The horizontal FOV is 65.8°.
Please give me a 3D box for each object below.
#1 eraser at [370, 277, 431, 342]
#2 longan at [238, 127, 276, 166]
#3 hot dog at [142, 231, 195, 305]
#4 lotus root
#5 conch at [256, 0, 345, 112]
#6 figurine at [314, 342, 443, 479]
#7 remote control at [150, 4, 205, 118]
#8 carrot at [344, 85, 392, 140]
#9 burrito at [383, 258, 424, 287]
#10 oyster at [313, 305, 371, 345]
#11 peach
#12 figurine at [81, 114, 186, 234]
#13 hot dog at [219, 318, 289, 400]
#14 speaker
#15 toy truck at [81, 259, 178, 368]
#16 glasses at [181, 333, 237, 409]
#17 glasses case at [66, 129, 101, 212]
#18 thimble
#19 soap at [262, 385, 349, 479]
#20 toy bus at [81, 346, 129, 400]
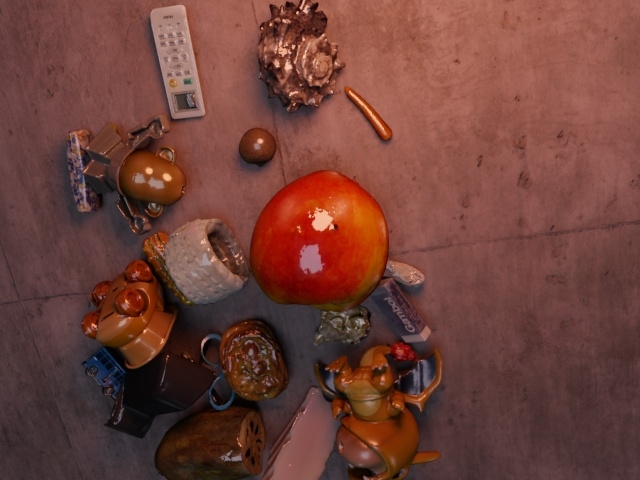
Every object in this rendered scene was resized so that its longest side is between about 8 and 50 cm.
[{"bbox_3d":[0.231,0.208,1.463,0.213,0.046,0.091,53,146,-11],"label":"eraser"},{"bbox_3d":[-0.177,-0.261,1.396,0.113,0.092,0.114,0,116,1],"label":"longan"},{"bbox_3d":[-0.452,0.090,1.546,0.115,0.072,0.269,-37,97,8],"label":"hot dog"},{"bbox_3d":[-0.360,0.668,1.595,0.345,0.250,0.251,-17,102,13],"label":"lotus root"},{"bbox_3d":[-0.049,-0.484,1.282,0.240,0.186,0.314,-5,86,-18],"label":"conch"},{"bbox_3d":[0.191,0.503,1.462,0.400,0.268,0.388,-14,101,9],"label":"figurine"},{"bbox_3d":[-0.395,-0.496,1.387,0.103,0.051,0.294,-3,108,10],"label":"remote control"},{"bbox_3d":[0.131,-0.353,1.359,0.037,0.037,0.190,-39,93,16],"label":"carrot"},{"bbox_3d":[0.207,0.086,1.453,0.202,0.064,0.064,19,107,5],"label":"burrito"},{"bbox_3d":[0.060,0.273,1.516,0.163,0.081,0.191,41,110,-8],"label":"oyster"},{"bbox_3d":[0.000,0.000,1.316,0.387,0.388,0.389,2,105,8],"label":"peach"},{"bbox_3d":[-0.524,-0.192,1.429,0.284,0.167,0.343,19,128,11],"label":"figurine"},{"bbox_3d":[-0.207,0.393,1.565,0.195,0.122,0.273,-16,101,2],"label":"hot dog"},{"bbox_3d":[-0.504,0.485,1.527,0.180,0.184,0.388,32,141,-25],"label":"speaker"},{"bbox_3d":[-0.577,0.221,1.507,0.204,0.288,0.212,-31,123,15],"label":"toy truck"},{"bbox_3d":[-0.380,0.432,1.600,0.206,0.102,0.239,-15,85,19],"label":"glasses"},{"bbox_3d":[-0.712,-0.208,1.493,0.065,0.087,0.248,1,103,13],"label":"glasses case"},{"bbox_3d":[-0.330,0.058,1.446,0.171,0.205,0.250,-27,101,14],"label":"thimble"},{"bbox_3d":[-0.048,0.651,1.540,0.158,0.258,0.302,30,106,1],"label":"soap"},{"bbox_3d":[-0.705,0.453,1.658,0.185,0.106,0.090,52,148,-8],"label":"toy bus"}]
